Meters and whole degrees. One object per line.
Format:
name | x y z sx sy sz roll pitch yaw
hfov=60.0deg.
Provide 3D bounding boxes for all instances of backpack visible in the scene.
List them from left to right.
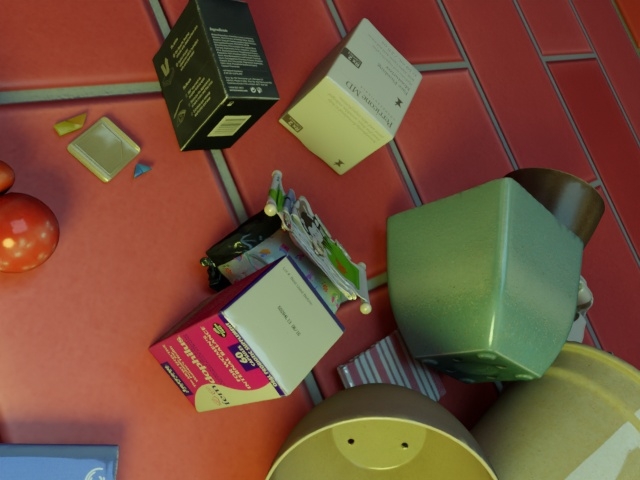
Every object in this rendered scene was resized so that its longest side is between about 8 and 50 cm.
backpack | -0.058 0.053 0.783 0.152 0.115 0.182 -41 101 -43

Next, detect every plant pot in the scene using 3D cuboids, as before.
plant pot | 0.076 0.298 0.713 0.284 0.284 0.191 51 13 -9
plant pot | 0.260 0.091 0.907 0.247 0.248 0.252 31 57 -33
plant pot | 0.439 0.007 1.138 0.215 0.215 0.230 35 69 -21
plant pot | 0.341 0.372 0.851 0.305 0.334 0.334 -25 88 -29

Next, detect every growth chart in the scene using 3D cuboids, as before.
growth chart | 0.000 0.000 0.787 0.237 0.021 0.172 47 16 -25

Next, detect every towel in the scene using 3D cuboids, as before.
towel | 0.118 0.230 0.902 0.197 0.029 0.144 -23 89 -40

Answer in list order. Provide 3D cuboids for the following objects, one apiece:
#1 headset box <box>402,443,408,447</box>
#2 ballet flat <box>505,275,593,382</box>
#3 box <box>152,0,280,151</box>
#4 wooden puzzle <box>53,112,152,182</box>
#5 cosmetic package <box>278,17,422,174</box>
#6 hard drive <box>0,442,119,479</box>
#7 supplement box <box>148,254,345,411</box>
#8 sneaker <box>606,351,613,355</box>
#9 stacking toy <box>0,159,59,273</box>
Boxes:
headset box | 0.131 0.286 0.852 0.062 0.032 0.083 35 55 -24
ballet flat | 0.494 0.154 1.149 0.139 0.139 0.400 46 51 -13
box | -0.155 -0.235 0.800 0.093 0.156 0.158 -12 79 -40
wooden puzzle | -0.291 -0.123 0.746 0.116 0.014 0.078 49 55 -10
cosmetic package | 0.054 -0.247 0.966 0.151 0.151 0.184 38 53 -17
hard drive | -0.360 0.295 0.501 0.318 0.040 0.210 14 63 -32
supplement box | -0.095 0.118 0.658 0.111 0.220 0.114 53 51 -6
sneaker | 0.674 0.338 1.250 0.086 0.064 0.192 -23 83 -36
stacking toy | -0.412 -0.099 0.583 0.330 0.141 0.141 53 49 -17
